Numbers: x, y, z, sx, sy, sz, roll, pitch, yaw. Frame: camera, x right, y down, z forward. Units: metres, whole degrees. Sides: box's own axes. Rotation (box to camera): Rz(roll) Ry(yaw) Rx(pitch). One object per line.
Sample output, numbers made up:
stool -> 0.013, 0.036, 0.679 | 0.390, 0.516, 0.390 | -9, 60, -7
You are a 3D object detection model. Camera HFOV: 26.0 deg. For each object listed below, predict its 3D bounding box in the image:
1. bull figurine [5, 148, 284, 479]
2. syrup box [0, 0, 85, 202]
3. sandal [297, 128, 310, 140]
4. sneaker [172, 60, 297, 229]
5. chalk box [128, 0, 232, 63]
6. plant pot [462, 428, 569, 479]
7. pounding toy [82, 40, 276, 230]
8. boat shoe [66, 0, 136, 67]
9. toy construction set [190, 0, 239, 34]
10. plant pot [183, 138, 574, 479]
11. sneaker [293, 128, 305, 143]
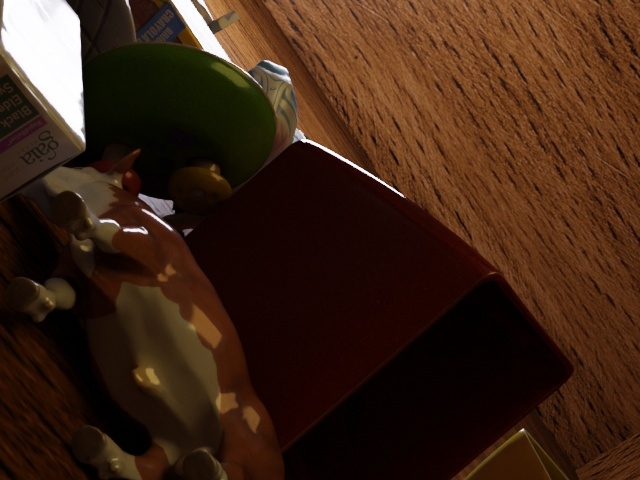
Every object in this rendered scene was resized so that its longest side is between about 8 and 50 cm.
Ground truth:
bull figurine -> -0.124, 0.056, 0.932 | 0.310, 0.101, 0.188 | 57, 12, 10
syrup box -> -0.230, -0.123, 0.969 | 0.096, 0.093, 0.237 | 53, 10, -30
sandal -> -0.082, -0.129, 1.897 | 0.303, 0.086, 0.120 | 43, 15, -3
sneaker -> -0.079, -0.080, 1.329 | 0.085, 0.237, 0.086 | 24, 53, -9
chalk box -> -0.167, -0.168, 1.359 | 0.213, 0.132, 0.132 | 56, 8, -7
plant pot -> 0.205, 0.358, 1.414 | 0.212, 0.187, 0.212 | 47, 13, -50
pounding toy -> -0.124, -0.053, 1.202 | 0.237, 0.183, 0.110 | 55, 34, -45
boat shoe -> -0.269, -0.268, 1.195 | 0.324, 0.123, 0.116 | 56, 7, -26
toy construction set -> -0.131, -0.367, 1.794 | 0.237, 0.309, 0.257 | 62, 16, -4
plant pot -> 0.014, 0.076, 1.167 | 0.236, 0.267, 0.267 | 52, 4, 31
sneaker -> 0.000, 0.000, 1.782 | 0.366, 0.135, 0.150 | 44, 22, -28
